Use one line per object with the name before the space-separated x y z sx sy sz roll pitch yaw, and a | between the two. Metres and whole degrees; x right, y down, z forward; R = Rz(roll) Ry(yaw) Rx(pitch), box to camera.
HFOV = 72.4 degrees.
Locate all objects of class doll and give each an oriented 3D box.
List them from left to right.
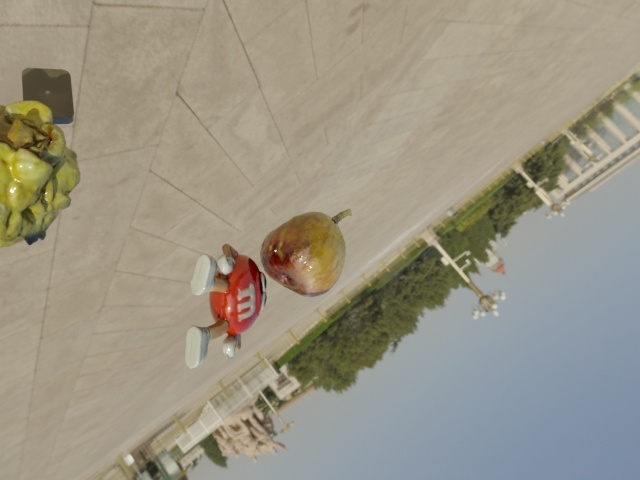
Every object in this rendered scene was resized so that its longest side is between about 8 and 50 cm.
doll | -0.139 0.097 0.692 0.085 0.183 0.217 5 -179 11

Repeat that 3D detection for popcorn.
popcorn | -0.564 -0.116 0.765 0.286 0.215 0.252 -65 175 -49

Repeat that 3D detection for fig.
fig | 0.000 0.000 0.867 0.257 0.159 0.159 -43 176 -45

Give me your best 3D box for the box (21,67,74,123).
box | -0.567 -0.300 0.913 0.091 0.126 0.031 -8 161 -25
